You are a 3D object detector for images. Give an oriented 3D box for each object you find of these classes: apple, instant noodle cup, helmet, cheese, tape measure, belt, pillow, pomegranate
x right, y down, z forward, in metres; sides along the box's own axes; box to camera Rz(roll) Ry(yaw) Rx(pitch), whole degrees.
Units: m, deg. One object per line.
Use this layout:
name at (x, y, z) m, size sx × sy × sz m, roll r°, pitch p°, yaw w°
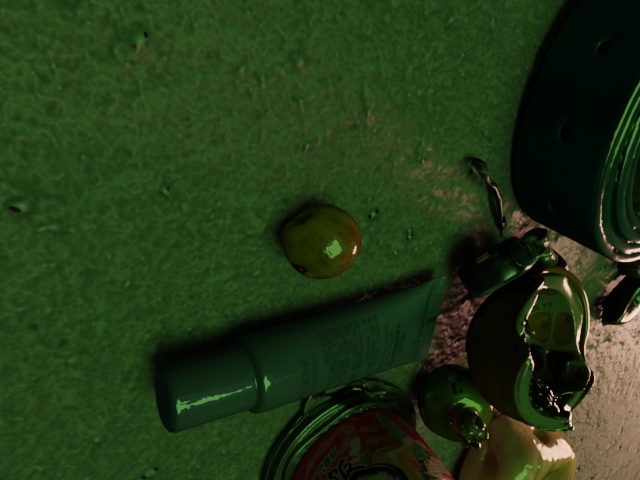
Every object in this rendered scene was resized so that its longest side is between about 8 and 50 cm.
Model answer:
apple at (0.000, 0.000, 0.573) m, size 0.084 × 0.084 × 0.071 m, roll -45°, pitch 118°, yaw -5°
instant noodle cup at (0.074, 0.346, 0.711) m, size 0.258 × 0.181 × 0.303 m, roll -32°, pitch 124°, yaw -16°
helmet at (0.279, 0.144, 0.738) m, size 0.198 × 0.130 × 0.224 m, roll 56°, pitch 49°, yaw -24°
cheese at (0.345, 0.412, 0.944) m, size 0.235 × 0.117 × 0.218 m, roll -40°, pitch 124°, yaw -13°
tape measure at (0.211, -0.014, 0.718) m, size 0.107 × 0.104 × 0.180 m, roll -31°, pitch 95°, yaw 3°
belt at (0.436, -0.190, 0.685) m, size 0.300 × 0.173 × 0.437 m, roll 15°, pitch 104°, yaw -36°
pillow at (0.556, 0.099, 0.957) m, size 0.136 × 0.055 × 0.091 m, roll -50°, pitch 138°, yaw 0°
pomegranate at (0.201, 0.244, 0.767) m, size 0.114 × 0.142 × 0.115 m, roll -1°, pitch 104°, yaw -5°

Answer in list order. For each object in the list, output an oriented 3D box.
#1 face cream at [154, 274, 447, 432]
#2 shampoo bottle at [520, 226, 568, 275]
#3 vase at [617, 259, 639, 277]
face cream at (0.001, 0.133, 0.637) m, size 0.385 × 0.086 × 0.136 m, roll -9°, pitch 119°, yaw -33°
shampoo bottle at (0.351, 0.063, 0.824) m, size 0.063 × 0.057 × 0.208 m, roll -35°, pitch 123°, yaw -3°
vase at (0.514, 0.001, 0.867) m, size 0.120 × 0.120 × 0.183 m, roll -47°, pitch 143°, yaw -4°
